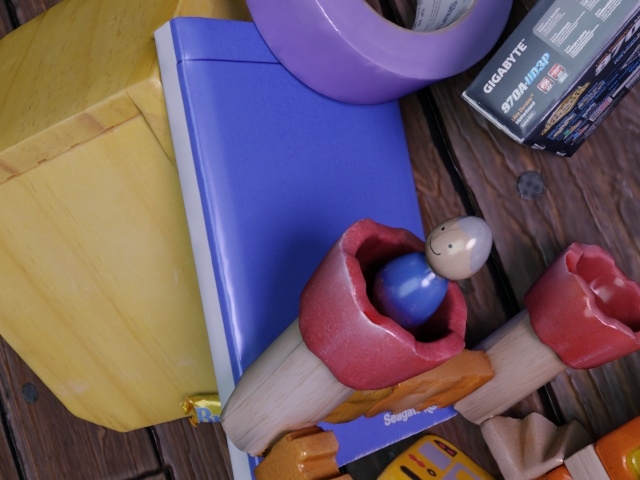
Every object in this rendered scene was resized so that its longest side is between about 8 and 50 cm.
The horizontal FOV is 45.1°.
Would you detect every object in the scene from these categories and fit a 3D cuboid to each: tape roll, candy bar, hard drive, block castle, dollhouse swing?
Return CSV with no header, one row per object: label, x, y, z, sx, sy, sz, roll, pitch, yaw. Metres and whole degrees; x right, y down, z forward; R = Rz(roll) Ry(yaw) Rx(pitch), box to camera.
tape roll,0.042,-0.198,0.551,0.080,0.188,0.189,-11,88,60
candy bar,-0.048,0.153,0.697,0.161,0.018,0.040,-3,131,14
hard drive,0.000,0.000,0.580,0.040,0.210,0.319,-13,87,47
block castle,0.167,0.204,0.402,0.213,0.302,0.453,-47,54,35
dollhouse swing,-0.175,-0.039,0.749,0.346,0.305,0.315,-20,43,26

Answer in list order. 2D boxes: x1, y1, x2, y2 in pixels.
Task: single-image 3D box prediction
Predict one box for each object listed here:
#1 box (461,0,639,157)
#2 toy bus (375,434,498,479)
box,0.200,-0.154,0.489,0.051,0.175,0.220,45,111,18
toy bus,0.025,0.327,0.630,0.108,0.130,0.333,35,108,19
